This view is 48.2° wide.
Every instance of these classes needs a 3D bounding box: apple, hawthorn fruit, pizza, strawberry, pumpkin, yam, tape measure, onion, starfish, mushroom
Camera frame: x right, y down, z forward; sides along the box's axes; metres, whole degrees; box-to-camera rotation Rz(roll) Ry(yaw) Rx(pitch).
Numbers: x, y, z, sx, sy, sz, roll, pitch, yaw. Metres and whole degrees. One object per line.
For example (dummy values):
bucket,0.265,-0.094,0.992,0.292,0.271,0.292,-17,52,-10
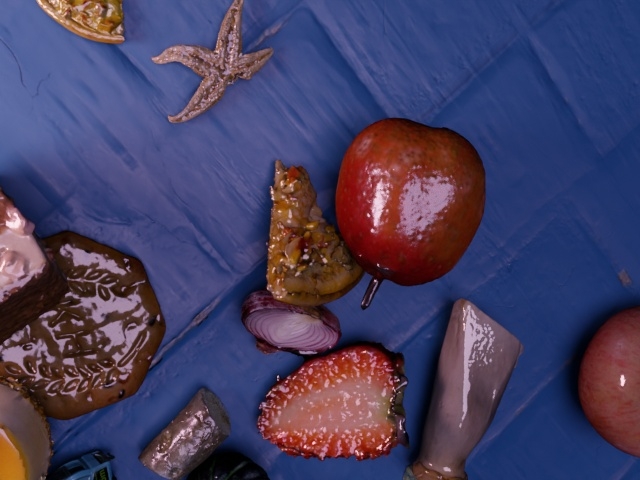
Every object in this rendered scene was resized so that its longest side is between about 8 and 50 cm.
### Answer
apple,0.741,0.309,1.569,0.344,0.269,0.345,-2,99,-15
hawthorn fruit,0.146,-0.042,1.336,0.284,0.285,0.369,25,86,-18
pizza,-0.409,-0.407,1.252,0.160,0.036,0.099,25,90,-18
strawberry,0.030,0.325,1.457,0.306,0.138,0.233,-4,80,9
pizza,0.000,0.000,1.382,0.251,0.074,0.288,23,60,-46
pumpkin,-0.180,0.509,1.383,0.194,0.194,0.150,-48,127,-5
yam,-0.256,0.385,1.382,0.183,0.107,0.107,-43,107,-4
tape measure,-0.448,0.475,1.336,0.146,0.081,0.125,-14,113,-38
onion,-0.066,0.151,1.403,0.206,0.098,0.151,28,126,-29
starfish,-0.204,-0.330,1.317,0.247,0.050,0.138,-39,105,-11
mushroom,0.306,0.329,1.517,0.154,0.137,0.407,11,98,-29

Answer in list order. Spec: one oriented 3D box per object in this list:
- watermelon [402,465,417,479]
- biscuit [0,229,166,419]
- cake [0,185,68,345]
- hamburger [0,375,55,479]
watermelon,0.235,0.580,1.580,0.094,0.081,0.180,-41,114,-34
biscuit,-0.465,0.159,1.316,0.359,0.046,0.359,-2,98,-17
cake,-0.583,0.026,1.115,0.282,0.256,0.290,-36,83,-16
hamburger,-0.607,0.368,1.229,0.276,0.179,0.294,5,99,-8
